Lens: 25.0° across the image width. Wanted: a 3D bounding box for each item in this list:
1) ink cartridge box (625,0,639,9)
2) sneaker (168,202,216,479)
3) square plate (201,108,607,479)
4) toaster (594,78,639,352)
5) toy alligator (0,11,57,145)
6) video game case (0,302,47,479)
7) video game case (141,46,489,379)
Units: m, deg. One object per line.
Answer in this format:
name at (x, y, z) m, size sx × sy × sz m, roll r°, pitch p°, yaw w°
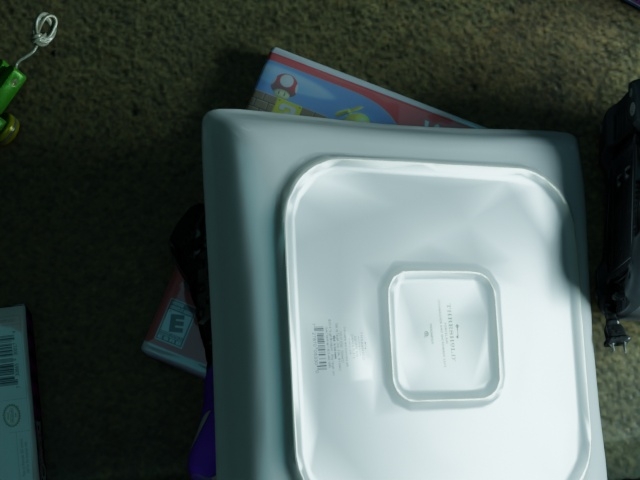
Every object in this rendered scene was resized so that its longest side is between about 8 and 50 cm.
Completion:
ink cartridge box at (0.370, -0.349, 1.114) m, size 0.151 × 0.395 × 0.270 m, roll 27°, pitch 76°, yaw 5°
sneaker at (-0.060, 0.048, 1.124) m, size 0.146 × 0.102 × 0.293 m, roll 24°, pitch 68°, yaw 4°
square plate at (0.081, 0.076, 1.082) m, size 0.344 × 0.049 × 0.347 m, roll 2°, pitch 81°, yaw -30°
toaster at (0.306, -0.018, 1.164) m, size 0.146 × 0.129 × 0.227 m, roll 5°, pitch 74°, yaw -3°
toy alligator at (-0.283, -0.112, 1.207) m, size 0.051 × 0.056 × 0.190 m, roll 14°, pitch 70°, yaw 44°
video game case at (-0.322, 0.177, 1.131) m, size 0.210 × 0.042 × 0.232 m, roll -8°, pitch 76°, yaw -3°
video game case at (0.000, 0.000, 1.200) m, size 0.204 × 0.025 × 0.285 m, roll 21°, pitch 75°, yaw 4°
